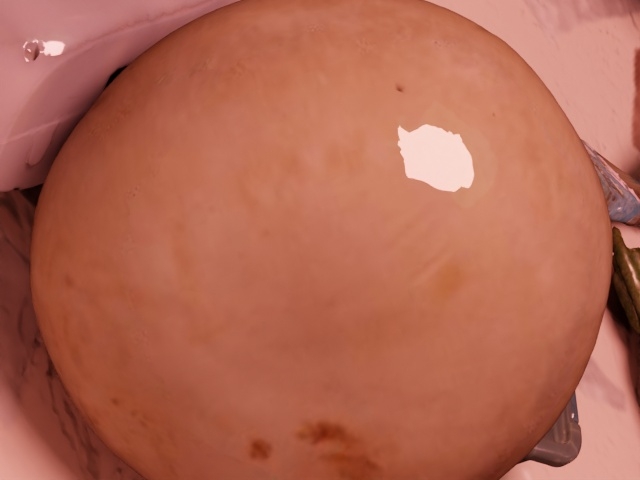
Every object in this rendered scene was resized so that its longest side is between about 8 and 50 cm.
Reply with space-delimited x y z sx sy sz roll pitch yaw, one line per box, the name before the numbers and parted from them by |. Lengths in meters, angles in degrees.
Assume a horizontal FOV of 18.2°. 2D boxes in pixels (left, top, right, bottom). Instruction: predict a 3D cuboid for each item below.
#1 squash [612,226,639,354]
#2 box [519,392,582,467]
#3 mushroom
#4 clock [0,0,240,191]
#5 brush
squash | 0.237 0.133 0.932 0.341 0.094 0.094 51 41 3
box | 0.055 0.058 0.830 0.099 0.054 0.074 19 57 -36
mushroom | 0.000 0.000 0.725 0.204 0.204 0.204 23 53 -34
clock | -0.107 -0.091 0.737 0.117 0.080 0.176 42 41 18
brush | 0.155 -0.021 0.989 0.196 0.021 0.070 23 21 -42
